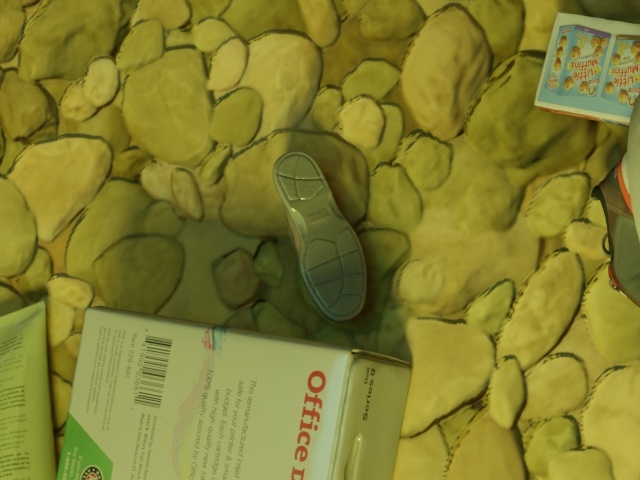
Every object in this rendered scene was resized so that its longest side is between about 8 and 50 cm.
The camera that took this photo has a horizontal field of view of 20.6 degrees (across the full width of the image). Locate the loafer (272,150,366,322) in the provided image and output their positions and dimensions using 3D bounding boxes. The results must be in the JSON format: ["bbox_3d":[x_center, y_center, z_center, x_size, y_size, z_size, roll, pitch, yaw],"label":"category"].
[{"bbox_3d":[0.000,0.000,1.201,0.045,0.039,0.125,-17,73,-9],"label":"loafer"}]

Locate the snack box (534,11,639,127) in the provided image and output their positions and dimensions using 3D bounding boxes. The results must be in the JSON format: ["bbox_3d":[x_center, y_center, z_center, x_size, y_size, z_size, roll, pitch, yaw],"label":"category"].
[{"bbox_3d":[0.223,-0.098,1.099,0.178,0.022,0.064,14,89,30],"label":"snack box"}]

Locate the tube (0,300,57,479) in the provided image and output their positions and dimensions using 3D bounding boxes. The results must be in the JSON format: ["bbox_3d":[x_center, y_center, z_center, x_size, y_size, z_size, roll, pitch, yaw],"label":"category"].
[{"bbox_3d":[-0.223,0.167,1.282,0.070,0.062,0.240,-5,68,-16],"label":"tube"}]

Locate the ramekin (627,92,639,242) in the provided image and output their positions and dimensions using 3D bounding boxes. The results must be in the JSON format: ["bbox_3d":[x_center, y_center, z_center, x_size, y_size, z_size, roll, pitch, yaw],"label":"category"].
[{"bbox_3d":[0.272,-0.013,0.928,0.127,0.273,0.273,-24,70,36],"label":"ramekin"}]

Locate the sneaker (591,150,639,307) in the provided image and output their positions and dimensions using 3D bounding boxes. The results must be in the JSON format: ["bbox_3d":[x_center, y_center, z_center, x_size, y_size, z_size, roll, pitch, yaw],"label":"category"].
[{"bbox_3d":[0.211,0.023,1.076,0.065,0.061,0.158,-38,61,48],"label":"sneaker"}]

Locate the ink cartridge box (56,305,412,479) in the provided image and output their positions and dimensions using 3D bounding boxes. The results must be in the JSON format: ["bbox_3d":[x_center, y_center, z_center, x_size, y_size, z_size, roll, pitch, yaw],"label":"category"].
[{"bbox_3d":[-0.060,0.136,1.173,0.212,0.093,0.154,7,85,31],"label":"ink cartridge box"}]
